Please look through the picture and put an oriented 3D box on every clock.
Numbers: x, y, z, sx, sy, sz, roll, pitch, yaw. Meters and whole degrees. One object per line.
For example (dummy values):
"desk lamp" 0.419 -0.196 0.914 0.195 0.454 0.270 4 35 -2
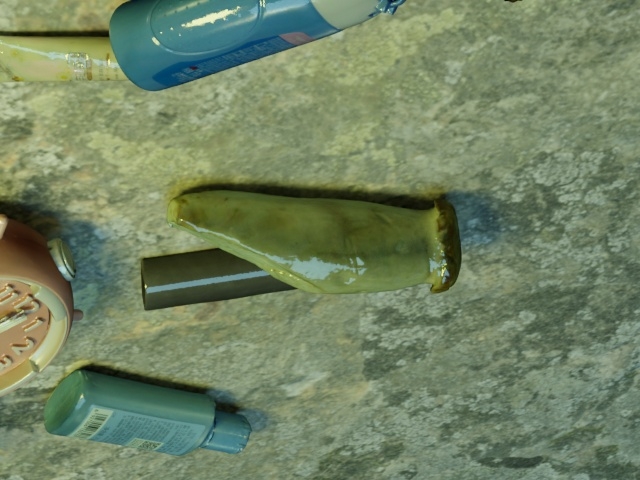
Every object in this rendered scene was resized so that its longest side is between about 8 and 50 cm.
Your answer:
"clock" -0.368 0.060 1.563 0.241 0.142 0.227 -26 143 2

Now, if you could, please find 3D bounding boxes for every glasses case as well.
"glasses case" -0.105 0.040 1.688 0.190 0.042 0.072 -8 151 -7

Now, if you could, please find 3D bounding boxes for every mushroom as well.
"mushroom" 0.000 0.004 1.623 0.333 0.107 0.087 2 -177 -21

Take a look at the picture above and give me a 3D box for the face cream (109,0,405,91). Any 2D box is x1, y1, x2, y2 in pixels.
"face cream" -0.046 -0.200 1.295 0.264 0.083 0.149 -15 -178 21

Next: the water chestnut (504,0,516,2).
"water chestnut" 0.099 -0.290 1.155 0.223 0.224 0.238 -16 113 3

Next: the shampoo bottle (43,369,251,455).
"shampoo bottle" -0.205 0.220 1.875 0.258 0.061 0.104 16 134 -34

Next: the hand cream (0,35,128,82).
"hand cream" -0.230 -0.165 1.379 0.143 0.039 0.061 -3 145 -6
